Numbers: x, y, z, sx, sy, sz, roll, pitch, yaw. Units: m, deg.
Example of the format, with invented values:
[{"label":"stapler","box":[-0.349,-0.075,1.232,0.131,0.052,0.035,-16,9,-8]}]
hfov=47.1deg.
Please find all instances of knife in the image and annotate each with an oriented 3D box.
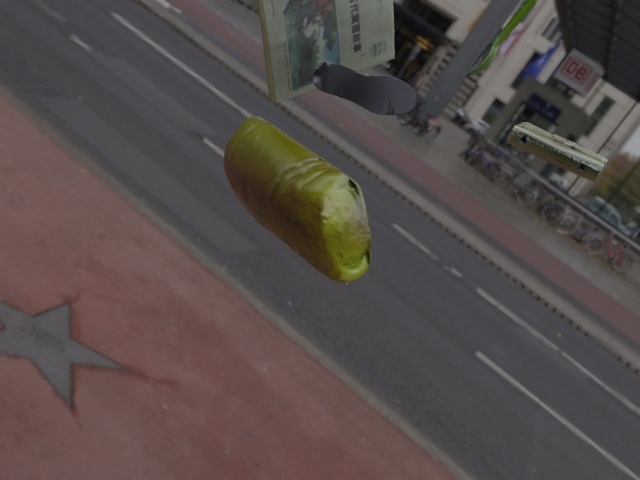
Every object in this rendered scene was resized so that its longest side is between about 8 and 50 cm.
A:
[{"label":"knife","box":[0.314,-0.350,1.253,0.026,0.184,0.022,48,22,22]}]

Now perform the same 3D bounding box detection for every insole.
[{"label":"insole","box":[0.072,-0.240,1.163,0.188,0.064,0.004,12,13,-27]}]

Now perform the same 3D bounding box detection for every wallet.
[{"label":"wallet","box":[0.393,-0.148,1.218,0.155,0.039,0.110,29,24,17]}]

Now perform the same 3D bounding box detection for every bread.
[{"label":"bread","box":[-0.050,-0.066,1.106,0.112,0.166,0.383,-22,32,-17]}]

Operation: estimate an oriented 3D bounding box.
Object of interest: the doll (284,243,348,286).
[{"label":"doll","box":[-0.003,-0.006,1.407,0.181,0.107,0.110,38,0,29]}]

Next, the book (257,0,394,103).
[{"label":"book","box":[0.017,-0.373,1.258,0.283,0.214,0.025,-30,42,-28]}]
